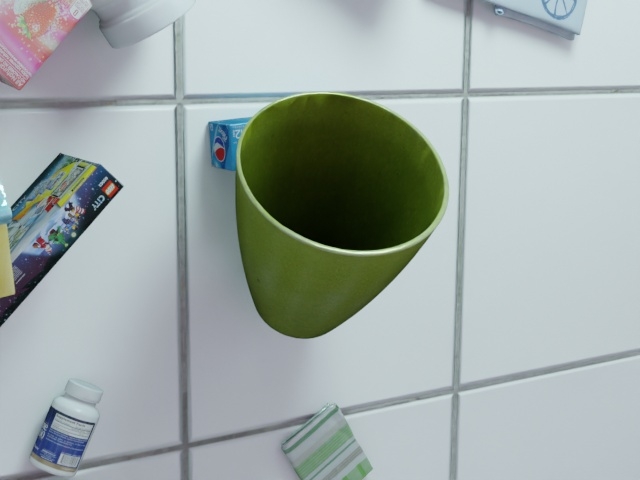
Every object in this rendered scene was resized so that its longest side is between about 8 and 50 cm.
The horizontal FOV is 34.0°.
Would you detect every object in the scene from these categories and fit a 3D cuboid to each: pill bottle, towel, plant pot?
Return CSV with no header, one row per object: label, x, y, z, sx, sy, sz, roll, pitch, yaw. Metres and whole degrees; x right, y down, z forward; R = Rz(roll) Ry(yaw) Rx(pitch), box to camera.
pill bottle,-0.270,-0.376,1.268,0.153,0.153,0.265,-41,117,-19
pill bottle,-0.336,0.248,1.399,0.067,0.067,0.120,24,86,-32
towel,0.010,0.343,1.660,0.113,0.023,0.152,-37,118,-18
plant pot,0.000,0.000,1.422,0.274,0.275,0.293,-18,148,-28

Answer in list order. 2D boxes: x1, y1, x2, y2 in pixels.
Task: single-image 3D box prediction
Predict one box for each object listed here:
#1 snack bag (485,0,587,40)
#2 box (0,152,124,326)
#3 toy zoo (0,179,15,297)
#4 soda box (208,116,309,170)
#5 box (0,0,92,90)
snack bag,0.322,-0.515,1.674,0.342,0.037,0.323,8,94,-33
box,-0.357,-0.003,1.283,0.233,0.159,0.044,-51,119,-13
toy zoo,-0.397,-0.047,1.171,0.030,0.293,0.192,-14,107,-29
soda box,-0.050,-0.146,1.495,0.210,0.071,0.067,-11,105,-30
box,-0.413,-0.321,1.139,0.142,0.154,0.300,-54,142,-12
